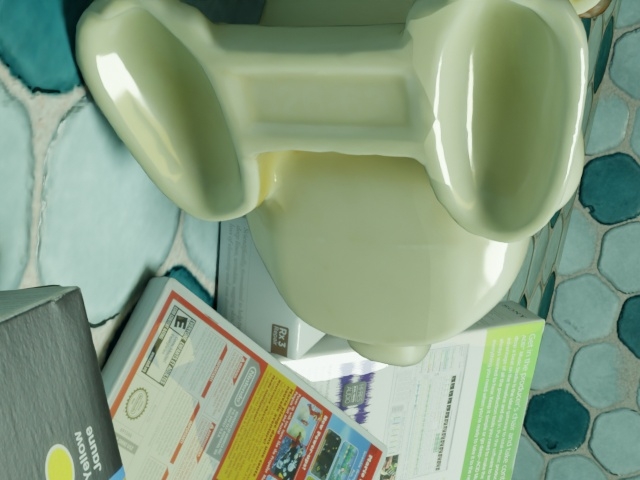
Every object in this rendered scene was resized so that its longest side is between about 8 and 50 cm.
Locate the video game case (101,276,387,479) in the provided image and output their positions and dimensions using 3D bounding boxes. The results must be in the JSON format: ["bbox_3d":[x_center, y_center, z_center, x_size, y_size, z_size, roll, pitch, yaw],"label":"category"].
[{"bbox_3d":[-0.068,0.186,0.756,0.285,0.025,0.204,43,61,-37],"label":"video game case"}]

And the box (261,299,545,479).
[{"bbox_3d":[0.048,0.183,0.928,0.322,0.058,0.232,-4,113,-28],"label":"box"}]

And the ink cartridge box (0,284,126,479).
[{"bbox_3d":[-0.161,0.195,0.433,0.307,0.072,0.304,-40,120,-75],"label":"ink cartridge box"}]

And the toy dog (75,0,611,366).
[{"bbox_3d":[0.094,-0.149,0.722,0.395,0.284,0.408,63,36,-36],"label":"toy dog"}]

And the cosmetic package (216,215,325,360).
[{"bbox_3d":[0.000,0.000,0.889,0.231,0.085,0.117,-33,133,-58],"label":"cosmetic package"}]
